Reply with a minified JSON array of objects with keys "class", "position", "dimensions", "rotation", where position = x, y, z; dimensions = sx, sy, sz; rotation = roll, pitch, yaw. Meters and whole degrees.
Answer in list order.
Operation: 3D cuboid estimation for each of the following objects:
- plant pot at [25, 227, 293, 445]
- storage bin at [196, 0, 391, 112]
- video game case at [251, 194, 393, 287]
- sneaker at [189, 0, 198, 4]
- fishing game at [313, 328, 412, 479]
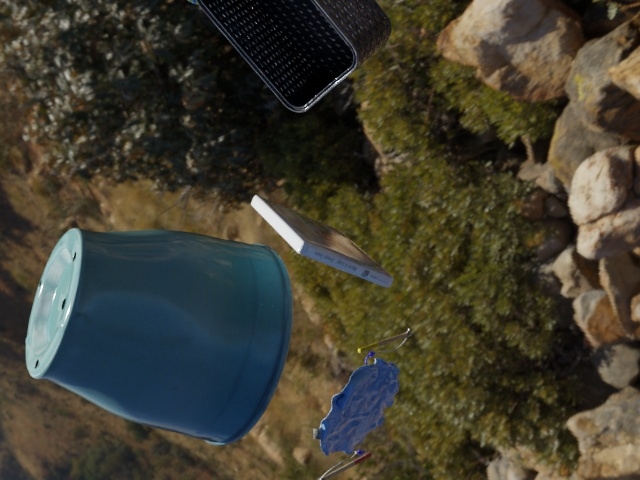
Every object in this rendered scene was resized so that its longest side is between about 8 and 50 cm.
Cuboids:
[{"class":"plant pot","position":[-0.214,0.101,0.935],"dimensions":[0.255,0.271,0.272],"rotation":[19,152,-31]},{"class":"storage bin","position":[-0.029,-0.243,0.786],"dimensions":[0.180,0.084,0.122],"rotation":[49,138,-9]},{"class":"video game case","position":[0.000,0.000,0.935],"dimensions":[0.019,0.143,0.157],"rotation":[-61,34,10]},{"class":"sneaker","position":[-0.249,-0.434,1.152],"dimensions":[0.188,0.067,0.078],"rotation":[34,-175,-33]},{"class":"fishing game","position":[0.057,0.267,1.197],"dimensions":[0.041,0.189,0.264],"rotation":[31,120,35]}]
